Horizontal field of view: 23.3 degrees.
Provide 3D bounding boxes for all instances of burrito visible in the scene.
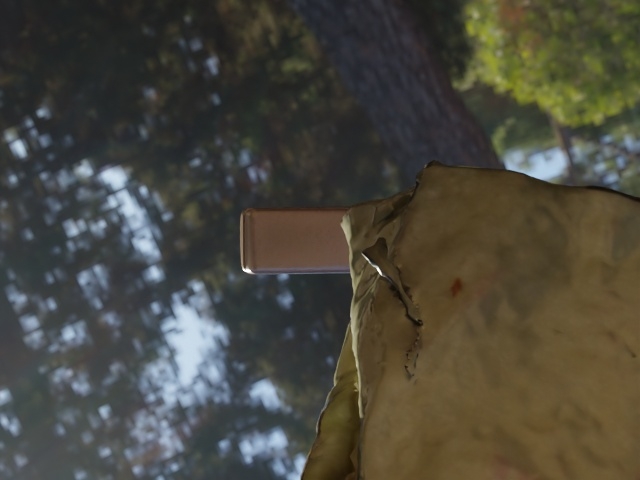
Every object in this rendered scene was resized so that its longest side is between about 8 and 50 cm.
[{"bbox_3d":[0.070,0.124,0.641,0.190,0.135,0.332,18,-131,-2],"label":"burrito"}]

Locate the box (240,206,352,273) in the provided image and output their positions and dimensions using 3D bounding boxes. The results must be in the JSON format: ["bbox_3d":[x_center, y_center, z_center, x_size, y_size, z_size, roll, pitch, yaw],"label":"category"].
[{"bbox_3d":[0.000,0.000,1.092,0.115,0.048,0.025,-1,-177,-21],"label":"box"}]
